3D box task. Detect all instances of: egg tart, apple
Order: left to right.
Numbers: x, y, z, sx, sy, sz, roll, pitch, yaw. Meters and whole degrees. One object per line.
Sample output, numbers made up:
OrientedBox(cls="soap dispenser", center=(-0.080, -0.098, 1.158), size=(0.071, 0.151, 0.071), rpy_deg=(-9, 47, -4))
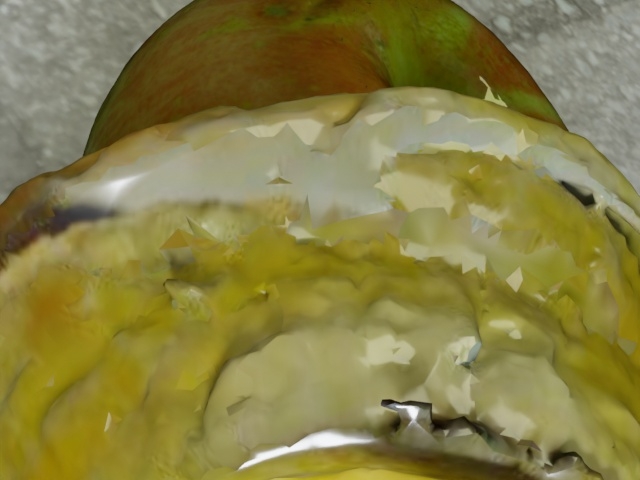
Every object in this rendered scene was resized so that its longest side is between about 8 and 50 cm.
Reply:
OrientedBox(cls="apple", center=(0.000, 0.000, 0.577), size=(0.246, 0.226, 0.246), rpy_deg=(23, 45, -25))
OrientedBox(cls="egg tart", center=(0.008, 0.114, 0.427), size=(0.345, 0.345, 0.132), rpy_deg=(22, 23, -15))
